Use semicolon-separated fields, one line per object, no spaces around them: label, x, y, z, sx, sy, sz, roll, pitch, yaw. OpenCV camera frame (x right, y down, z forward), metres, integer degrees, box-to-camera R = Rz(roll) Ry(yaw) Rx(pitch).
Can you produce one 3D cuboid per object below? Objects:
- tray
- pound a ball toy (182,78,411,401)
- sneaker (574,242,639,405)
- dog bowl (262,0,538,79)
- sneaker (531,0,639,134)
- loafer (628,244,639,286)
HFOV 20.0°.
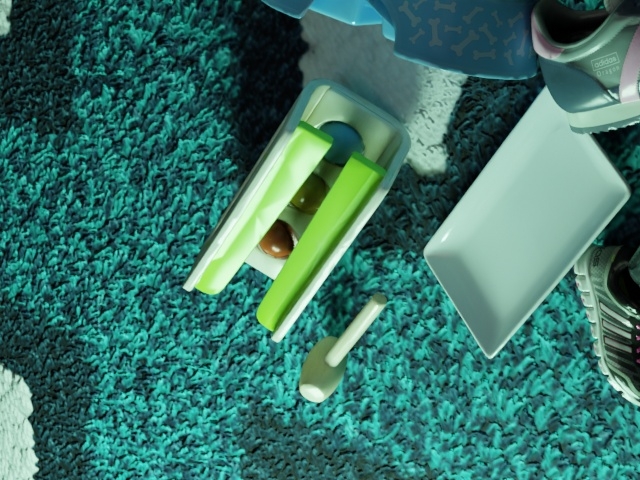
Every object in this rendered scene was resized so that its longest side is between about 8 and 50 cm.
tray;0.205;-0.017;1.794;0.145;0.030;0.270;58;136;25
pound a ball toy;0.000;0.000;1.951;0.208;0.136;0.319;30;131;-5
sneaker;0.303;0.079;1.745;0.075;0.063;0.170;-18;92;50
dog bowl;0.080;-0.233;1.738;0.297;0.166;0.074;25;112;31
sneaker;0.312;-0.191;1.569;0.319;0.112;0.131;-19;109;43
loafer;0.344;-0.048;1.648;0.078;0.076;0.223;48;128;21
